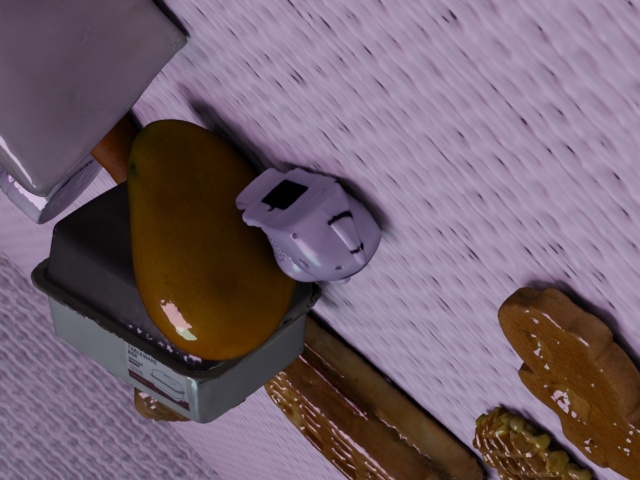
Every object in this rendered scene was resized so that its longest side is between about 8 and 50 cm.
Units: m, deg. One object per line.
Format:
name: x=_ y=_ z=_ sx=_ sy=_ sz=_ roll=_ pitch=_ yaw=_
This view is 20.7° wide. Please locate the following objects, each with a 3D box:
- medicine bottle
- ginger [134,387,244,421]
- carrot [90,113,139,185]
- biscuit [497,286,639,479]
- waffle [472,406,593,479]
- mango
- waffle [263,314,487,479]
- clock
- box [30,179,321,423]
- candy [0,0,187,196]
medicine bottle: x=-0.407 y=-0.150 z=2.243 sx=0.254 sy=0.152 sz=0.152 roll=45 pitch=166 yaw=3
ginger: x=-0.169 y=0.137 z=2.367 sx=0.218 sy=0.123 sz=0.270 roll=1 pitch=141 yaw=-1
carrot: x=-0.247 y=-0.123 z=2.047 sx=0.067 sy=0.067 sz=0.225 roll=32 pitch=163 yaw=41
biscuit: x=0.227 y=0.121 z=1.467 sx=0.184 sy=0.035 sz=0.249 roll=25 pitch=155 yaw=51
waffle: x=0.227 y=0.242 z=1.804 sx=0.191 sy=0.038 sz=0.191 roll=41 pitch=165 yaw=14
mango: x=-0.109 y=-0.001 z=1.777 sx=0.175 sy=0.139 sz=0.254 roll=16 pitch=-123 yaw=-48
waffle: x=0.056 y=0.232 z=2.146 sx=0.327 sy=0.098 sz=0.224 roll=40 pitch=163 yaw=15
clock: x=0.000 y=0.000 z=1.667 sx=0.117 sy=0.080 sz=0.176 roll=52 pitch=165 yaw=-25
box: x=-0.163 y=0.056 z=1.973 sx=0.290 sy=0.220 sz=0.166 roll=28 pitch=134 yaw=30
candy: x=-0.313 y=-0.236 z=1.620 sx=0.359 sy=0.208 sz=0.145 roll=49 pitch=167 yaw=-18
